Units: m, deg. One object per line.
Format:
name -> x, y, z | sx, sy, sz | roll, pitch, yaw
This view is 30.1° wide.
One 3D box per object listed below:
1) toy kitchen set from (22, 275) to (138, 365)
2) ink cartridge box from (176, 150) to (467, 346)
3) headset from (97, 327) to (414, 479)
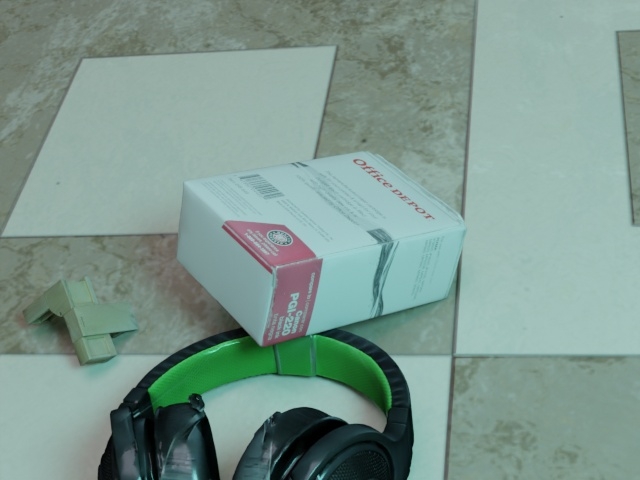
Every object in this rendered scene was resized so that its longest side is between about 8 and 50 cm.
toy kitchen set -> -0.230, 0.086, 1.155 | 0.068, 0.075, 0.083 | -4, 66, -50
ink cartridge box -> 0.000, 0.000, 1.095 | 0.218, 0.092, 0.158 | -14, 38, -34
headset -> -0.065, 0.172, 0.908 | 0.243, 0.185, 0.394 | 2, 33, 14
